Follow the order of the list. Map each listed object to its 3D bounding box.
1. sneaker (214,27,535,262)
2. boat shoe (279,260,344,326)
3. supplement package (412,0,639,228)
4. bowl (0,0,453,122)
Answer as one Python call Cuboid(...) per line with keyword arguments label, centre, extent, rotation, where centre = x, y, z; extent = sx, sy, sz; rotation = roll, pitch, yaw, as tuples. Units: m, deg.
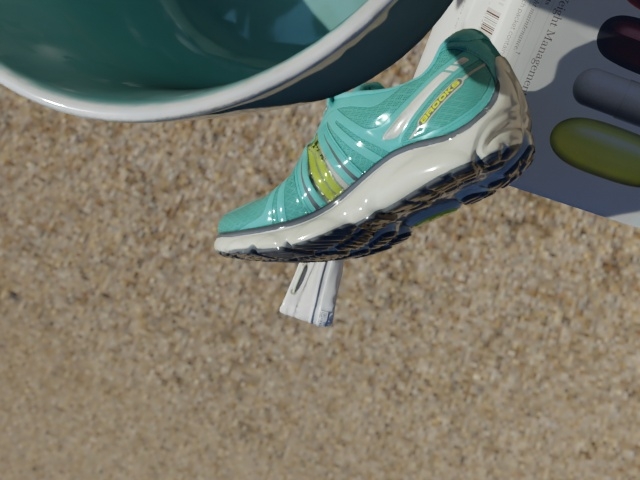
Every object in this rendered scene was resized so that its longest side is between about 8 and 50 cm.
Cuboid(label="sneaker", centre=(0.031, -0.053, 0.825), extent=(0.275, 0.110, 0.107), rotation=(-27, 160, 36))
Cuboid(label="boat shoe", centre=(0.000, 0.000, 1.493), extent=(0.076, 0.226, 0.083), rotation=(13, 147, 0))
Cuboid(label="supplement package", centre=(0.200, -0.136, 0.892), extent=(0.203, 0.194, 0.149), rotation=(16, -162, -16))
Cuboid(label="bowl", centre=(-0.036, -0.191, 0.586), extent=(0.311, 0.311, 0.163), rotation=(7, 174, 24))
